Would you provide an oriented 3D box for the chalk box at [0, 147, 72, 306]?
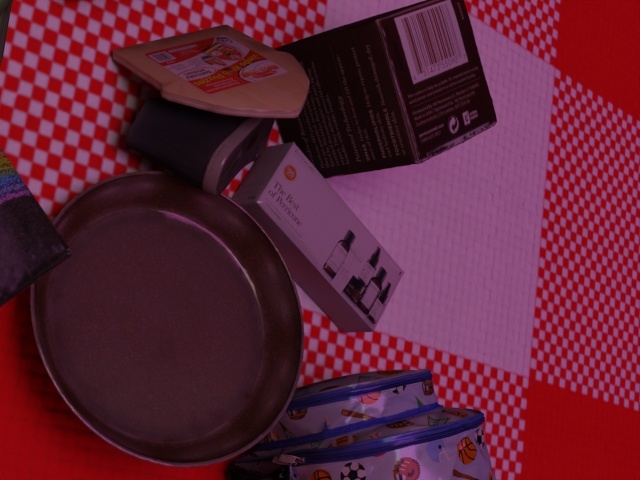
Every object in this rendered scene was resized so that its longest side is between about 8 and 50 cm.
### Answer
[{"bbox_3d":[-0.378,-0.048,0.906,0.180,0.179,0.289,-42,108,-38],"label":"chalk box"}]

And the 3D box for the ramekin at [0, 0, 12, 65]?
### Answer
[{"bbox_3d":[-0.354,-0.178,0.765,0.303,0.148,0.303,10,51,-12],"label":"ramekin"}]

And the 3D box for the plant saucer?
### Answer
[{"bbox_3d":[-0.157,0.081,1.161,0.310,0.050,0.311,16,62,-31],"label":"plant saucer"}]

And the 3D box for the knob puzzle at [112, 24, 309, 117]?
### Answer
[{"bbox_3d":[-0.098,-0.170,1.217,0.213,0.213,0.030,-23,137,-43],"label":"knob puzzle"}]

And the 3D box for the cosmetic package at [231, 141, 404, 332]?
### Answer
[{"bbox_3d":[0.000,0.000,1.358,0.239,0.060,0.099,48,54,-30],"label":"cosmetic package"}]

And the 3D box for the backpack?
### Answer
[{"bbox_3d":[0.059,0.247,1.244,0.276,0.263,0.213,-14,95,-43],"label":"backpack"}]

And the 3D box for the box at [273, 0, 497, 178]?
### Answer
[{"bbox_3d":[0.069,-0.180,1.346,0.168,0.203,0.167,-28,105,-42],"label":"box"}]

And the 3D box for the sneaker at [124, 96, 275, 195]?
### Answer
[{"bbox_3d":[-0.121,-0.136,1.245,0.083,0.118,0.222,-67,173,29],"label":"sneaker"}]
